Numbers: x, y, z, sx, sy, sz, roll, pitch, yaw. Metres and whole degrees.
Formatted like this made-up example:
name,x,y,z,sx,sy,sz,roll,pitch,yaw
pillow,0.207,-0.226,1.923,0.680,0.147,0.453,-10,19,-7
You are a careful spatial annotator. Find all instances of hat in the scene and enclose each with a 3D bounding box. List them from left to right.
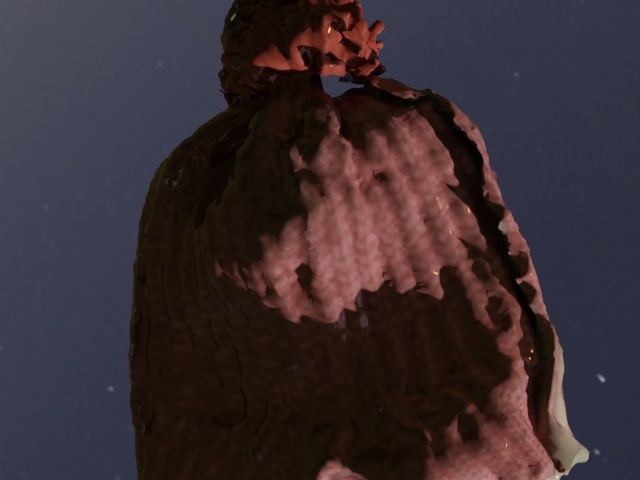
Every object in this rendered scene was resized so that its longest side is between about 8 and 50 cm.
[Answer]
name,x,y,z,sx,sy,sz,roll,pitch,yaw
hat,0.000,0.000,0.601,0.237,0.107,0.286,-10,-97,16
